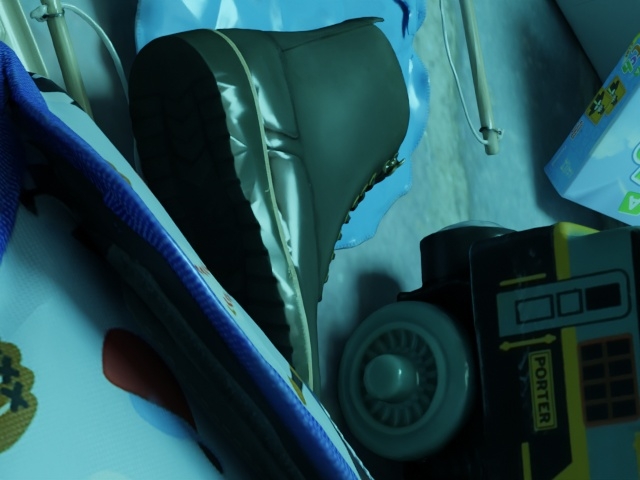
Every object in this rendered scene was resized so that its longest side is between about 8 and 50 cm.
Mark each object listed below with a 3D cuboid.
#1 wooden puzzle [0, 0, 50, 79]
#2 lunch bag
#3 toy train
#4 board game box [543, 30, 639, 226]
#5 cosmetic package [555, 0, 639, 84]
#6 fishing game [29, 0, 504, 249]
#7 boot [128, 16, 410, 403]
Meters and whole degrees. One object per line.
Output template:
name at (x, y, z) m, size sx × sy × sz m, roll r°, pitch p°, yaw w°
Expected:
wooden puzzle at (-0.145, -0.081, 0.678) m, size 0.078 × 0.014 × 0.116 m, roll -22°, pitch 97°, yaw -49°
lunch bag at (-0.077, 0.152, 0.521) m, size 0.328 × 0.239 × 0.385 m, roll 55°, pitch 26°, yaw -27°
toy train at (0.116, 0.145, 0.802) m, size 0.142 × 0.190 × 0.334 m, roll 15°, pitch 67°, yaw -50°
board game box at (0.256, -0.091, 1.029) m, size 0.160 × 0.211 × 0.039 m, roll 20°, pitch 27°, yaw -26°
cosmetic package at (0.227, -0.216, 1.098) m, size 0.184 × 0.151 × 0.151 m, roll 55°, pitch 41°, yaw -28°
fishing game at (-0.018, -0.084, 0.807) m, size 0.264 × 0.041 × 0.189 m, roll -27°, pitch 108°, yaw -40°
boot at (0.000, 0.000, 0.756) m, size 0.137 × 0.077 × 0.198 m, roll -19°, pitch 107°, yaw -47°
